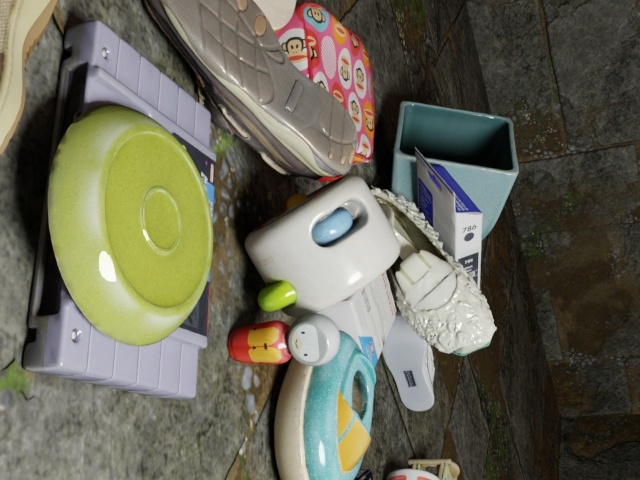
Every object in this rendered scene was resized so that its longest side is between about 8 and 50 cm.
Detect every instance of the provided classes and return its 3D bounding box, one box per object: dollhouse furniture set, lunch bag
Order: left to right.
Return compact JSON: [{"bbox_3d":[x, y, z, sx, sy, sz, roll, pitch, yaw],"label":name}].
[{"bbox_3d":[0.001,-0.220,1.280,0.293,0.120,0.258,11,73,-66],"label":"lunch bag"},{"bbox_3d":[0.229,0.560,1.581,0.182,0.101,0.161,-66,141,-51],"label":"dollhouse furniture set"}]

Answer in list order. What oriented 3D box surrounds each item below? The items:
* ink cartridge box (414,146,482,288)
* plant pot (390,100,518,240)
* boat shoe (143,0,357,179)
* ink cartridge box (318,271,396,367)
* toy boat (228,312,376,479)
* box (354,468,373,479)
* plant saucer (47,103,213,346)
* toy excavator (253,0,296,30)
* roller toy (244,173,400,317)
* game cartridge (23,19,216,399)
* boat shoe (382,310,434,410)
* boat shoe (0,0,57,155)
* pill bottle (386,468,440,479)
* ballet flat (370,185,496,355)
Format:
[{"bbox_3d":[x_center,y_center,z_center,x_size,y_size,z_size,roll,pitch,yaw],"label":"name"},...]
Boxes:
[{"bbox_3d":[0.247,-0.016,1.531,0.165,0.065,0.333,-119,-166,-45],"label":"ink cartridge box"},{"bbox_3d":[0.266,-0.119,1.704,0.247,0.247,0.252,-76,175,-53],"label":"plant pot"},{"bbox_3d":[-0.104,-0.195,1.025,0.355,0.130,0.132,46,47,-26],"label":"boat shoe"},{"bbox_3d":[0.060,0.122,1.353,0.191,0.082,0.140,-55,133,-60],"label":"ink cartridge box"},{"bbox_3d":[0.001,0.212,1.101,0.318,0.148,0.268,60,32,-43],"label":"toy boat"},{"bbox_3d":[0.045,0.490,1.237,0.175,0.051,0.221,-7,89,-67],"label":"box"},{"bbox_3d":[-0.169,-0.018,0.780,0.241,0.037,0.241,-9,90,-67],"label":"plant saucer"},{"bbox_3d":[-0.106,-0.572,1.094,0.445,0.222,0.433,-63,141,-33],"label":"toy excavator"},{"bbox_3d":[0.000,0.000,1.094,0.146,0.191,0.209,59,20,-6],"label":"roller toy"},{"bbox_3d":[-0.194,-0.022,0.842,0.230,0.068,0.355,31,55,-57],"label":"game cartridge"},{"bbox_3d":[0.180,0.231,1.609,0.084,0.095,0.258,-73,157,-52],"label":"boat shoe"},{"bbox_3d":[-0.292,-0.144,0.592,0.123,0.123,0.342,39,46,-39],"label":"boat shoe"},{"bbox_3d":[0.161,0.522,1.426,0.108,0.108,0.194,60,32,-41],"label":"pill bottle"},{"bbox_3d":[0.163,0.041,1.434,0.147,0.147,0.409,59,1,-43],"label":"ballet flat"}]
